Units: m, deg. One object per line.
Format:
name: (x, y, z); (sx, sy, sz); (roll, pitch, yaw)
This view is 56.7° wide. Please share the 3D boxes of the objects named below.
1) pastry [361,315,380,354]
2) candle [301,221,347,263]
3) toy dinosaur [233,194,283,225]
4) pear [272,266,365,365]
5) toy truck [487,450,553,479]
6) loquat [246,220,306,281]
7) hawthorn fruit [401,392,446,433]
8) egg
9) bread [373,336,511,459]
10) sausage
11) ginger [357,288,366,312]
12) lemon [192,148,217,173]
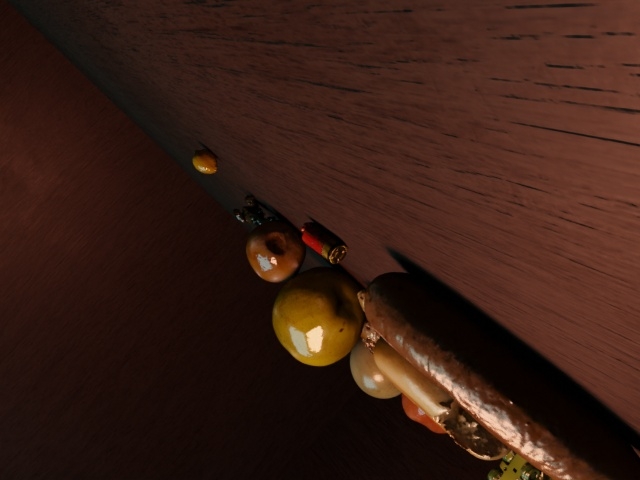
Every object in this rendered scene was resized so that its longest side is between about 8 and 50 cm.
pastry: (0.199, 0.307, 1.816); (0.257, 0.121, 0.236); (42, 173, -2)
candle: (0.000, 0.000, 1.310); (0.130, 0.052, 0.052); (38, 172, 40)
toy dinosaur: (-0.190, -0.057, 1.864); (0.187, 0.087, 0.179); (39, 171, 34)
pear: (-0.007, 0.217, 1.707); (0.294, 0.294, 0.294); (41, 173, 6)
toy truck: (0.671, 0.798, 1.963); (0.210, 0.187, 0.148); (46, 176, -29)
loquat: (-0.129, 0.034, 1.739); (0.179, 0.179, 0.227); (41, 168, 8)
hawthorn fruit: (0.315, 0.405, 1.582); (0.199, 0.199, 0.251); (38, 162, 26)
egg: (0.208, 0.414, 2.046); (0.218, 0.218, 0.295); (44, -175, -15)
bread: (0.257, 0.286, 1.203); (0.333, 0.160, 0.333); (43, 173, 7)
sausage: (0.260, 0.213, 0.888); (0.501, 0.123, 0.136); (38, 174, 25)
ginger: (0.210, 0.227, 1.492); (0.299, 0.065, 0.118); (42, -178, 2)
lemon: (-0.329, -0.225, 1.684); (0.092, 0.065, 0.065); (44, 174, 13)
